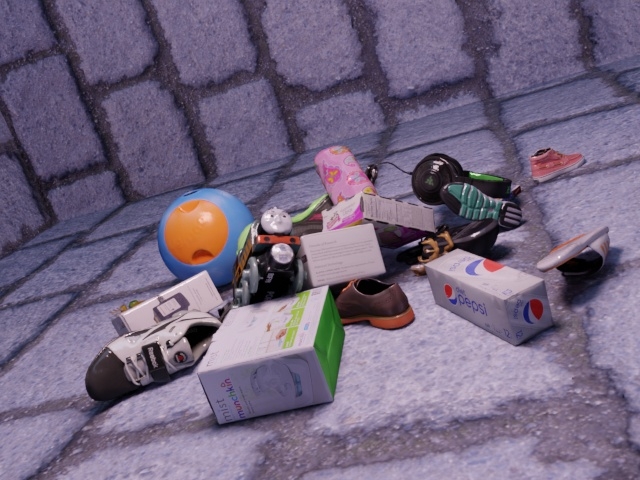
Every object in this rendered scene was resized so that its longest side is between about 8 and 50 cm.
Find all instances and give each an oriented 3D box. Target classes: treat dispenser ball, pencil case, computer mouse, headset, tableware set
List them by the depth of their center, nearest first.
[{"bbox_3d":[0.327,0.011,1.647,0.188,0.072,0.272,-32,10,-31],"label":"computer mouse"},{"bbox_3d":[0.078,-0.139,1.866,0.124,0.124,0.284,-21,46,-6],"label":"pencil case"},{"bbox_3d":[0.314,-0.142,1.880,0.394,0.185,0.243,10,12,10],"label":"headset"},{"bbox_3d":[-0.325,-0.007,1.993,0.288,0.288,0.288,-17,18,6],"label":"treat dispenser ball"},{"bbox_3d":[-0.549,0.208,2.021,0.104,0.024,0.154,-27,18,-34],"label":"tableware set"}]

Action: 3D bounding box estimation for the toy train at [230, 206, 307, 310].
[{"bbox_3d":[-0.126,0.068,1.546,0.142,0.190,0.334,1,-30,-16],"label":"toy train"}]

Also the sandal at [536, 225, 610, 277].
[{"bbox_3d":[0.501,0.041,1.348,0.102,0.076,0.265,-32,-7,41],"label":"sandal"}]

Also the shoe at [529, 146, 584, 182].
[{"bbox_3d":[0.682,-0.235,1.983,0.178,0.081,0.063,-24,18,-15],"label":"shoe"}]

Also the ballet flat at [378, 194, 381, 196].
[{"bbox_3d":[0.108,-0.085,2.159,0.221,0.077,0.079,-26,0,-37],"label":"ballet flat"}]

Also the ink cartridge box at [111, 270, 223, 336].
[{"bbox_3d":[-0.388,0.181,1.733,0.237,0.100,0.172,-28,1,-27],"label":"ink cartridge box"}]

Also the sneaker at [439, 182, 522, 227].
[{"bbox_3d":[0.387,-0.082,1.723,0.223,0.083,0.098,21,-3,-13],"label":"sneaker"}]

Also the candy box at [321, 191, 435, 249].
[{"bbox_3d":[0.142,-0.043,1.676,0.233,0.071,0.159,10,-22,-34],"label":"candy box"}]

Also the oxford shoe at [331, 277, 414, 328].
[{"bbox_3d":[0.082,0.122,1.497,0.271,0.098,0.097,-2,25,44],"label":"oxford shoe"}]

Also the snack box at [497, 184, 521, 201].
[{"bbox_3d":[0.485,-0.111,1.910,0.178,0.022,0.064,-33,22,-37],"label":"snack box"}]

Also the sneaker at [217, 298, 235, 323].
[{"bbox_3d":[-0.215,0.167,1.721,0.078,0.067,0.188,-10,21,15],"label":"sneaker"}]

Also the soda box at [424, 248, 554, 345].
[{"bbox_3d":[0.316,0.100,1.329,0.091,0.098,0.286,-24,17,-15],"label":"soda box"}]

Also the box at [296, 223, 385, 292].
[{"bbox_3d":[0.025,0.052,1.581,0.182,0.119,0.181,-10,-11,-21],"label":"box"}]

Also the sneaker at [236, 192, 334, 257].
[{"bbox_3d":[0.000,0.000,1.908,0.482,0.185,0.202,-26,49,-33],"label":"sneaker"}]

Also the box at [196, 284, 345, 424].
[{"bbox_3d":[-0.087,0.215,1.348,0.231,0.127,0.262,-16,18,12],"label":"box"}]

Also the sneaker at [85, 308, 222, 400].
[{"bbox_3d":[-0.360,0.249,1.530,0.330,0.122,0.146,-32,20,-34],"label":"sneaker"}]

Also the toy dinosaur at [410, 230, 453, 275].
[{"bbox_3d":[0.286,0.042,1.548,0.064,0.112,0.211,-28,13,-30],"label":"toy dinosaur"}]
